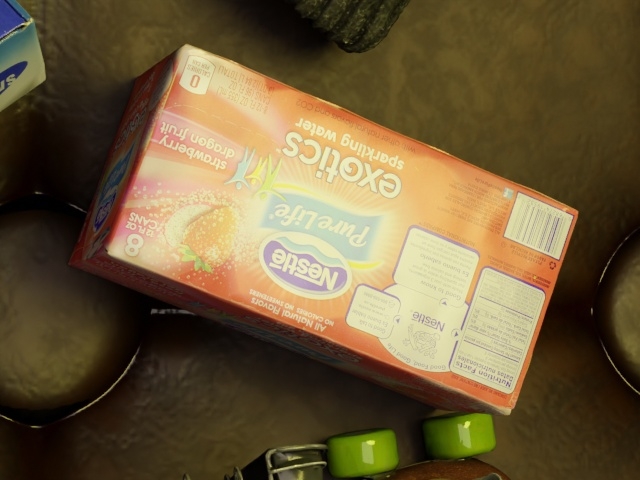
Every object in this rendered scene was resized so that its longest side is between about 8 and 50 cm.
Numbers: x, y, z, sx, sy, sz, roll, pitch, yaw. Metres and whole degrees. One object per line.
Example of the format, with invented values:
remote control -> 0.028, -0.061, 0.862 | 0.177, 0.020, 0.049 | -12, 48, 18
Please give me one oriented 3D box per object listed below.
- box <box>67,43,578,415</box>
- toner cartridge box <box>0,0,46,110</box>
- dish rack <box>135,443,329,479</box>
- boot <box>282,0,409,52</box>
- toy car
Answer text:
box -> 0.000, 0.000, 1.344 | 0.300, 0.142, 0.154 | 21, 79, -15
toner cartridge box -> -0.361, -0.075, 1.232 | 0.348, 0.075, 0.165 | -37, 68, -17
dish rack -> -0.137, 0.194, 1.252 | 0.272, 0.208, 0.074 | -7, 76, -14
boot -> -0.005, -0.329, 1.363 | 0.260, 0.131, 0.348 | -44, 73, 19
toy car -> 0.095, 0.202, 1.336 | 0.149, 0.188, 0.155 | -9, 89, -18
